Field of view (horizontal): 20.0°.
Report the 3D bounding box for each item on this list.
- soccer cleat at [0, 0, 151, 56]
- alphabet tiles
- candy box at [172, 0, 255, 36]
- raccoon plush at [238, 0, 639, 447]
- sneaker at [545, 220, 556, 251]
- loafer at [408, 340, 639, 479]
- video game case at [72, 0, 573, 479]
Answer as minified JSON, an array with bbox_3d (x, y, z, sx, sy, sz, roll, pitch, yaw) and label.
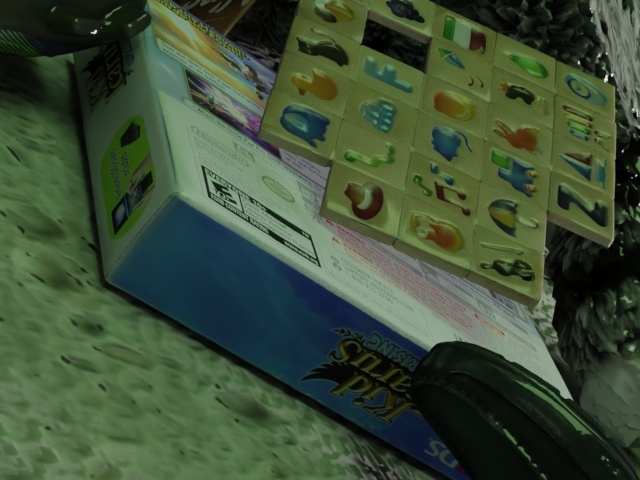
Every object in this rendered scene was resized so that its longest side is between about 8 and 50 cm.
[{"bbox_3d":[-0.201,-0.130,0.839,0.121,0.093,0.289,8,5,36],"label":"soccer cleat"},{"bbox_3d":[0.069,-0.059,0.975,0.198,0.009,0.237,24,36,-8],"label":"alphabet tiles"},{"bbox_3d":[-0.084,-0.175,1.119,0.053,0.109,0.187,46,17,13],"label":"candy box"},{"bbox_3d":[0.063,-0.076,1.206,0.216,0.299,0.446,43,41,-54],"label":"raccoon plush"},{"bbox_3d":[0.233,-0.057,1.400,0.292,0.108,0.169,42,56,3],"label":"sneaker"},{"bbox_3d":[0.117,0.140,0.820,0.223,0.078,0.076,47,-22,0],"label":"loafer"},{"bbox_3d":[0.000,0.000,0.950,0.269,0.061,0.244,33,21,-27],"label":"video game case"}]
